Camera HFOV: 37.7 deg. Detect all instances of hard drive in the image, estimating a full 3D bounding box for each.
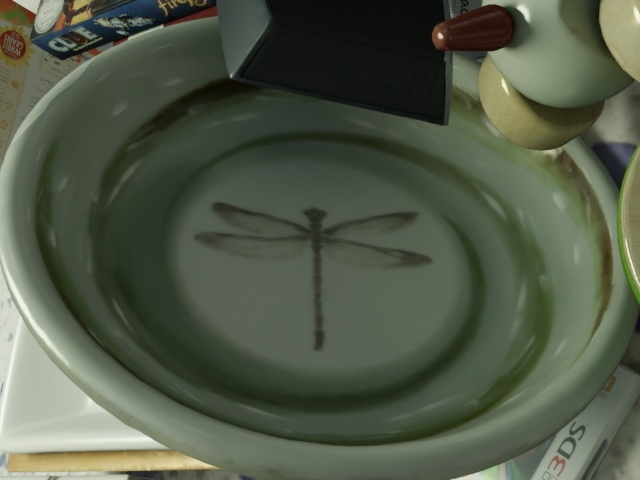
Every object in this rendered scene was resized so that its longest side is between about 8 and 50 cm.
[{"bbox_3d":[0.011,-0.195,0.688,0.254,0.172,0.054,-96,23,-43],"label":"hard drive"}]

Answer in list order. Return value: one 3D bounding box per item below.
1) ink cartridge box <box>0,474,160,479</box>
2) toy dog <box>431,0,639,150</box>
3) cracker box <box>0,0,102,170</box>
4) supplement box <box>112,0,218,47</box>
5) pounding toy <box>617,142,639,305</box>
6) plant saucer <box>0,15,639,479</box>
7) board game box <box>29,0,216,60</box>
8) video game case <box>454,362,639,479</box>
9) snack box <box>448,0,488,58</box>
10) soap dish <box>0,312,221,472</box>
[{"bbox_3d":[-0.209,0.278,0.795,0.203,0.086,0.148,-10,65,37],"label":"ink cartridge box"},{"bbox_3d":[0.123,-0.211,0.584,0.220,0.161,0.333,-57,40,45],"label":"toy dog"},{"bbox_3d":[-0.340,-0.134,1.051,0.067,0.156,0.232,-7,66,39],"label":"cracker box"},{"bbox_3d":[-0.083,-0.167,0.861,0.191,0.129,0.194,-14,62,36],"label":"supplement box"},{"bbox_3d":[0.273,0.020,0.506,0.237,0.110,0.183,28,78,16],"label":"pounding toy"},{"bbox_3d":[0.000,0.000,0.618,0.100,0.401,0.400,100,152,-45],"label":"plant saucer"},{"bbox_3d":[-0.161,-0.270,0.856,0.243,0.042,0.165,-8,65,39],"label":"board game box"},{"bbox_3d":[0.098,0.123,0.645,0.190,0.022,0.173,31,92,45],"label":"video game case"},{"bbox_3d":[0.110,-0.196,0.770,0.141,0.037,0.100,-8,67,37],"label":"snack box"},{"bbox_3d":[-0.140,0.085,0.802,0.291,0.118,0.228,-12,63,38],"label":"soap dish"}]
